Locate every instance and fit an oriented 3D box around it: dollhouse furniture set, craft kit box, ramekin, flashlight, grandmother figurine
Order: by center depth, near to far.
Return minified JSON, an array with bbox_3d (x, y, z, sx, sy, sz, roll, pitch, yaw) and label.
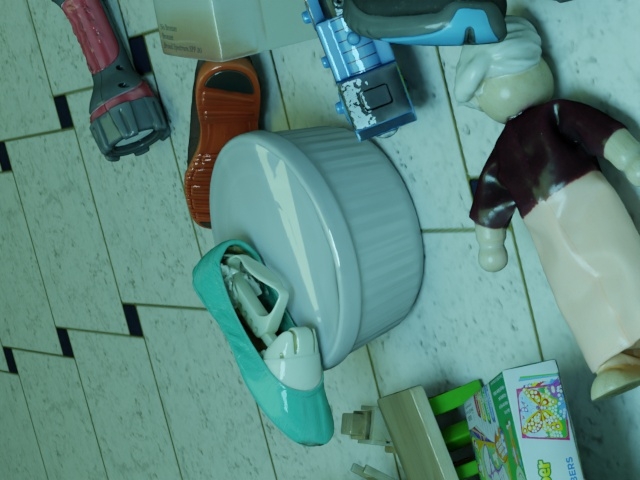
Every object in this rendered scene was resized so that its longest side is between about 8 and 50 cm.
[{"bbox_3d":[0.208,-0.037,1.386,0.208,0.104,0.342,-32,74,33],"label":"grandmother figurine"},{"bbox_3d":[0.198,0.248,1.473,0.250,0.061,0.246,101,154,-77],"label":"craft kit box"},{"bbox_3d":[0.000,0.000,1.731,0.273,0.127,0.273,38,137,46],"label":"ramekin"},{"bbox_3d":[0.055,0.267,1.864,0.182,0.101,0.161,-6,76,62],"label":"dollhouse furniture set"},{"bbox_3d":[-0.301,-0.259,2.137,0.304,0.103,0.103,65,152,11],"label":"flashlight"}]

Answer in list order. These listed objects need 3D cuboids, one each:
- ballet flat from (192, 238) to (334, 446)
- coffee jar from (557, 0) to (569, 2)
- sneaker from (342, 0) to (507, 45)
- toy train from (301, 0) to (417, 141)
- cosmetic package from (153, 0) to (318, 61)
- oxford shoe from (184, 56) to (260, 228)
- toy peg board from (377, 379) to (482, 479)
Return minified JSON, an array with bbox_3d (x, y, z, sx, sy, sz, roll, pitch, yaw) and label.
[{"bbox_3d":[-0.053,0.098,1.667,0.247,0.083,0.087,56,134,24],"label":"ballet flat"},{"bbox_3d":[0.181,-0.286,1.295,0.096,0.079,0.184,-150,48,-61],"label":"coffee jar"},{"bbox_3d":[0.076,-0.257,1.376,0.341,0.125,0.139,-119,33,-63],"label":"sneaker"},{"bbox_3d":[0.037,-0.185,1.576,0.105,0.080,0.184,-104,-6,-82],"label":"toy train"},{"bbox_3d":[-0.112,-0.351,1.721,0.153,0.129,0.296,16,119,58],"label":"cosmetic package"},{"bbox_3d":[-0.114,-0.129,1.922,0.098,0.097,0.271,-100,16,-46],"label":"oxford shoe"},{"bbox_3d":[0.139,0.224,1.691,0.160,0.079,0.161,136,114,-76],"label":"toy peg board"}]
